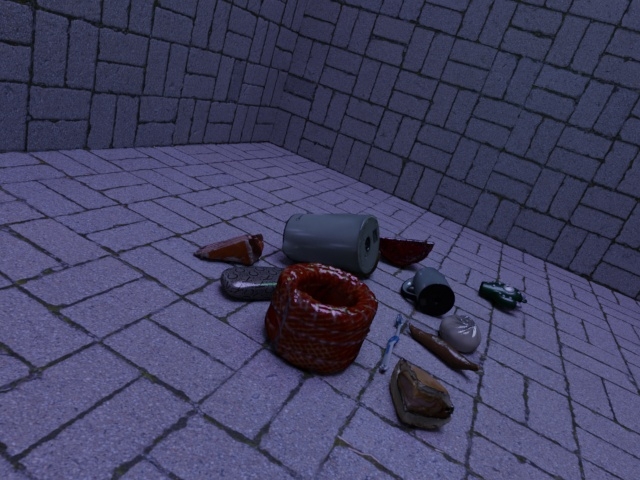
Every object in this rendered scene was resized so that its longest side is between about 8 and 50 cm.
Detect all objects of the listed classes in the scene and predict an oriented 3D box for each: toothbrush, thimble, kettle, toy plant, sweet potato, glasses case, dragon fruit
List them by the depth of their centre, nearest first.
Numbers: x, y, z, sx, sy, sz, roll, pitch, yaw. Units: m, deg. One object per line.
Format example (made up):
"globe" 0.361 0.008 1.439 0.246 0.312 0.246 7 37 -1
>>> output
"thimble" 0.005 0.243 1.404 0.351 0.230 0.350 18 22 -7
"toothbrush" 0.268 0.376 1.581 0.040 0.040 0.386 23 25 10
"sweet potato" 0.459 0.406 1.624 0.072 0.066 0.314 6 21 -46
"glasses case" -0.204 0.159 1.628 0.355 0.085 0.137 5 28 -35
"kettle" 0.066 -0.029 1.930 0.377 0.249 0.361 5 35 27
"kettle" 0.485 0.225 1.986 0.222 0.161 0.236 -11 20 7
"toy plant" 0.976 0.285 2.286 0.233 0.112 0.243 -11 31 -44
"dragon fruit" 0.449 0.061 2.367 0.317 0.151 0.205 5 3 1

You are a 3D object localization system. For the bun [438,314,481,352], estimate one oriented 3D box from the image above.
"bun" 0.576 0.365 1.745 0.173 0.119 0.172 18 23 -8

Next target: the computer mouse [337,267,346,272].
"computer mouse" 0.052 0.199 1.705 0.310 0.072 0.158 -11 69 -51

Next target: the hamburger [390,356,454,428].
"hamburger" 0.292 0.463 1.300 0.155 0.135 0.208 29 3 -18

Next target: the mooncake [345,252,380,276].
"mooncake" 0.165 0.092 2.062 0.235 0.117 0.234 13 28 -7

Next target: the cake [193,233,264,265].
"cake" -0.374 0.049 1.772 0.288 0.135 0.098 -7 32 -10
